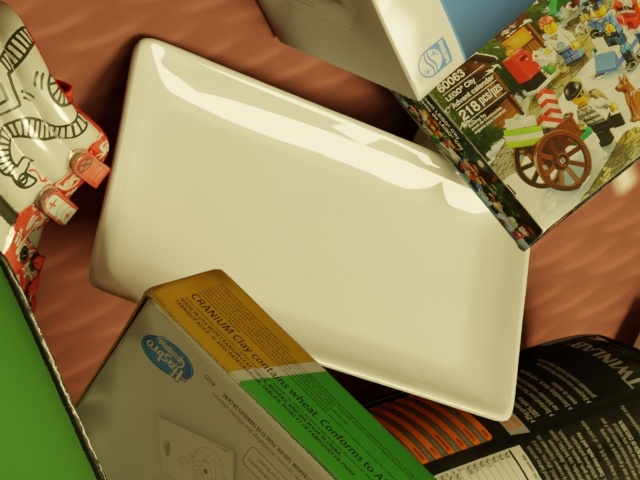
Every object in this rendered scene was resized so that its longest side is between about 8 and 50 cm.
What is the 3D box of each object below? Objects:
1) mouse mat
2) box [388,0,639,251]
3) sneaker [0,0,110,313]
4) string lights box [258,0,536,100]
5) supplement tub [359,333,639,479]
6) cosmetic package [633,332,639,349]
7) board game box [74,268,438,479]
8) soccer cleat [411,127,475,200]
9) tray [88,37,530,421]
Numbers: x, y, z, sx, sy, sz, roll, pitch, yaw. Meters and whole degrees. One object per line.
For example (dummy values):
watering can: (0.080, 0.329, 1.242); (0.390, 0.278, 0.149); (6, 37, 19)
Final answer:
mouse mat: (-0.199, 0.075, 0.821); (0.007, 0.190, 0.152); (-58, 134, -54)
box: (0.155, -0.125, 1.016); (0.233, 0.044, 0.159); (-38, 84, -18)
sneaker: (-0.160, 0.015, 0.872); (0.145, 0.090, 0.270); (-28, 122, -19)
string lights box: (0.093, -0.196, 0.941); (0.260, 0.133, 0.076); (-40, 128, -16)
supplement tub: (0.065, 0.190, 1.048); (0.338, 0.207, 0.207); (-15, 118, -31)
cosmetic package: (0.251, 0.300, 1.262); (0.230, 0.161, 0.453); (22, 95, -45)
board game box: (-0.064, 0.210, 0.870); (0.316, 0.242, 0.064); (-54, 163, 26)
soccer cleat: (0.124, -0.077, 1.057); (0.196, 0.076, 0.068); (-43, 130, -13)
tray: (0.000, 0.000, 0.972); (0.270, 0.030, 0.145); (20, 68, -28)
